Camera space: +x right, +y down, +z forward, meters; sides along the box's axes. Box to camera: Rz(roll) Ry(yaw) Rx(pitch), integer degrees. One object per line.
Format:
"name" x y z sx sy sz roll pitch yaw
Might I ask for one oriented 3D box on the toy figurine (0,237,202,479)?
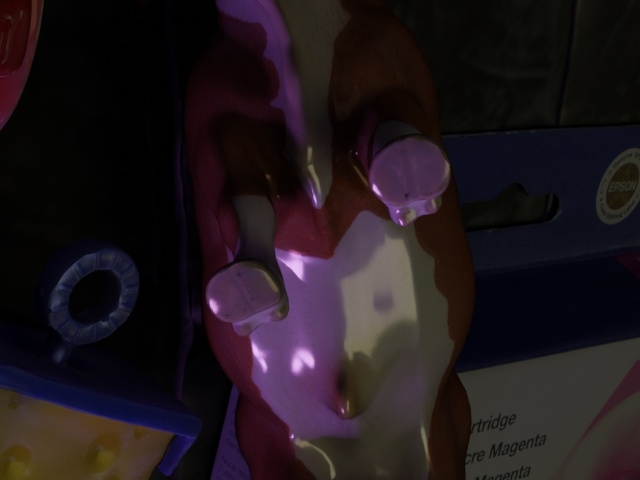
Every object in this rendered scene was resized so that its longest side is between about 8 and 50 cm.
"toy figurine" -0.081 0.113 0.587 0.362 0.191 0.217 22 88 -44

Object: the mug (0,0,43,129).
"mug" -0.161 -0.078 0.421 0.169 0.150 0.113 -4 82 -41

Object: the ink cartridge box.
"ink cartridge box" 0.082 0.108 0.851 0.324 0.071 0.330 -7 120 -44

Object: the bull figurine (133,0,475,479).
"bull figurine" 0.000 0.000 0.583 0.101 0.188 0.310 -12 118 3
